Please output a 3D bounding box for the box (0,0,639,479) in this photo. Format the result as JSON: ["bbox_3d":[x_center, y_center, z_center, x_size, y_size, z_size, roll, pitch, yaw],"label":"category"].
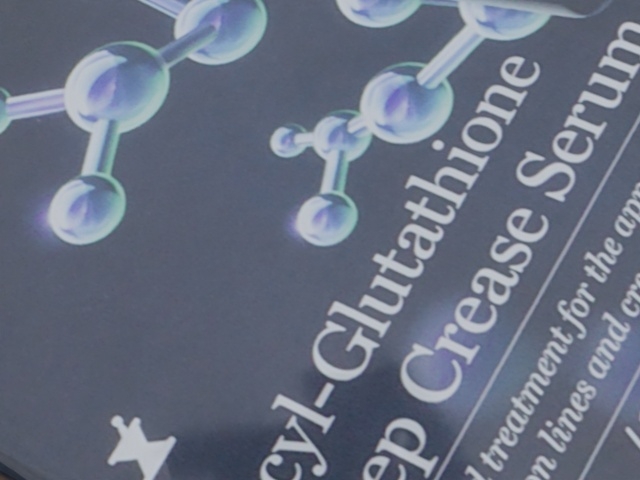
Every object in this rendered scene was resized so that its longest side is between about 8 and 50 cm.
[{"bbox_3d":[0.000,0.000,0.606,0.395,0.212,0.293,24,72,23],"label":"box"}]
